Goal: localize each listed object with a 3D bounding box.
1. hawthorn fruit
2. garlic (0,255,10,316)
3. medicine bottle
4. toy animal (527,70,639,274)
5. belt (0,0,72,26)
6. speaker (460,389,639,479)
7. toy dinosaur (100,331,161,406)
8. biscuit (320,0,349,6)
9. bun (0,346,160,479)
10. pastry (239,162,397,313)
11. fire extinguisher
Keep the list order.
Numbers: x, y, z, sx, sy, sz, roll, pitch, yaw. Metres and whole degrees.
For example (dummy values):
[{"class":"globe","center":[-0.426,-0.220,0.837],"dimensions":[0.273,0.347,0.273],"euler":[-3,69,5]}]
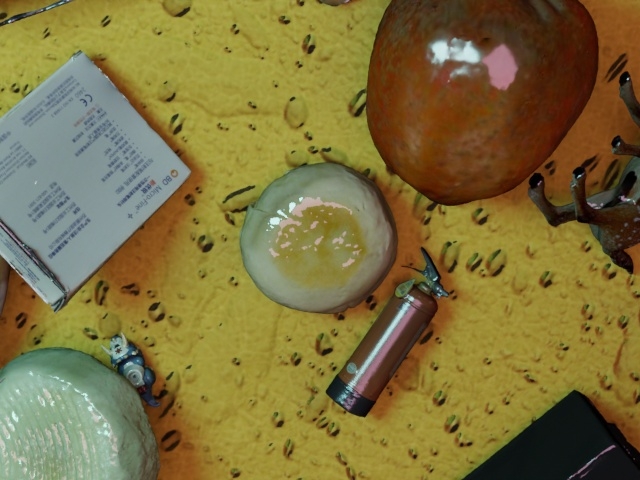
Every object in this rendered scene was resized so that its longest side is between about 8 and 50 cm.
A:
[{"class":"hawthorn fruit","center":[0.144,-0.130,1.572],"dimensions":[0.211,0.210,0.262],"euler":[11,121,-3]},{"class":"garlic","center":[-0.386,0.084,1.616],"dimensions":[0.143,0.112,0.318],"euler":[28,100,-29]},{"class":"medicine bottle","center":[-0.239,-0.059,1.580],"dimensions":[0.171,0.052,0.201],"euler":[47,55,-9]},{"class":"toy animal","center":[0.352,-0.071,1.618],"dimensions":[0.260,0.087,0.243],"euler":[21,131,-38]},{"class":"belt","center":[-0.258,-0.280,1.553],"dimensions":[0.231,0.139,0.126],"euler":[-19,99,0]},{"class":"speaker","center":[0.262,0.325,1.652],"dimensions":[0.232,0.184,0.254],"euler":[-40,102,5]},{"class":"toy dinosaur","center":[-0.188,0.131,1.673],"dimensions":[0.031,0.047,0.083],"euler":[-31,98,2]},{"class":"biscuit","center":[0.029,-0.323,1.591],"dimensions":[0.183,0.061,0.118],"euler":[-49,139,6]},{"class":"bun","center":[-0.246,0.196,1.643],"dimensions":[0.195,0.118,0.195],"euler":[6,106,21]},{"class":"pastry","center":[0.000,0.000,1.636],"dimensions":[0.156,0.092,0.156],"euler":[0,107,-1]},{"class":"fire extinguisher","center":[0.071,0.093,1.675],"dimensions":[0.062,0.050,0.177],"euler":[37,97,31]}]
